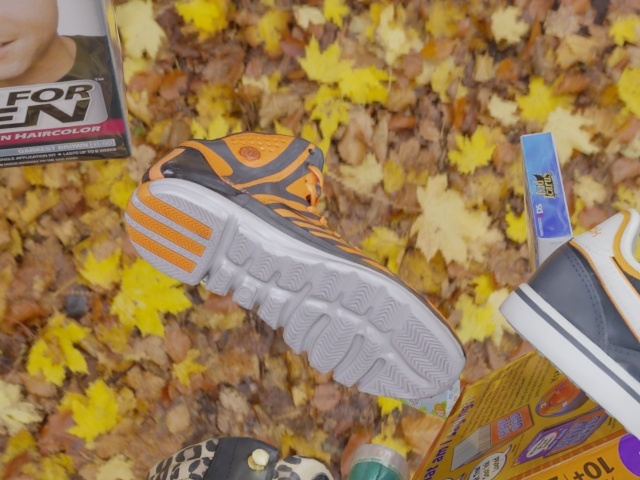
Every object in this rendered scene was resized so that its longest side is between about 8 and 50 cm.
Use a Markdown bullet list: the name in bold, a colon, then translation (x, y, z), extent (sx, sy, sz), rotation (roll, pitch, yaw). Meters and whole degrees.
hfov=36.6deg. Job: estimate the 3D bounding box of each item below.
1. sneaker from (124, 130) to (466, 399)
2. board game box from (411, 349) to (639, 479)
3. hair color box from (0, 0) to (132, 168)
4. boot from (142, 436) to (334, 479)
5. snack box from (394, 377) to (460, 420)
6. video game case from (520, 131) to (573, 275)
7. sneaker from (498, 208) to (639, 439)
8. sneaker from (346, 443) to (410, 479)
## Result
- **sneaker**: translation (0.000, 0.000, 0.864), extent (0.321, 0.125, 0.180), rotation (34, 36, -6)
- **board game box**: translation (0.346, 0.305, 1.037), extent (0.356, 0.356, 0.356), rotation (-34, 93, 31)
- **hair color box**: translation (-0.237, -0.172, 0.641), extent (0.185, 0.374, 0.114), rotation (-7, 70, -8)
- **boot**: translation (-0.044, 0.276, 0.684), extent (0.377, 0.138, 0.284), rotation (-19, 31, 30)
- **snack box**: translation (0.165, 0.227, 1.603), extent (0.037, 0.100, 0.141), rotation (-17, 22, -41)
- **video game case**: translation (0.386, -0.007, 1.653), extent (0.061, 0.244, 0.270), rotation (-6, 42, 10)
- **sneaker**: translation (0.269, 0.108, 0.615), extent (0.127, 0.126, 0.321), rotation (-47, 69, 5)
- **sneaker**: translation (0.066, 0.414, 1.299), extent (0.108, 0.302, 0.121), rotation (7, 39, 19)
